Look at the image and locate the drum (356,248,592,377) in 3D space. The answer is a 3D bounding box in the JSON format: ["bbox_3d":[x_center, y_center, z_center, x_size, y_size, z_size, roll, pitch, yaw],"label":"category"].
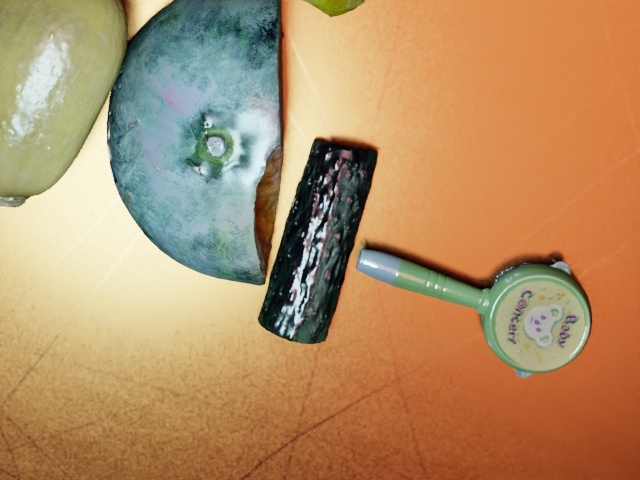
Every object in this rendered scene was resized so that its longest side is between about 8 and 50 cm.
[{"bbox_3d":[0.161,0.079,1.991,0.253,0.049,0.130,4,102,0],"label":"drum"}]

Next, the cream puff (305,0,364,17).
[{"bbox_3d":[0.005,-0.331,1.828,0.244,0.196,0.244,0,104,-1],"label":"cream puff"}]

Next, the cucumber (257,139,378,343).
[{"bbox_3d":[-0.002,0.000,1.968,0.078,0.062,0.211,16,102,-3],"label":"cucumber"}]

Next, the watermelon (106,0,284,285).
[{"bbox_3d":[-0.129,-0.096,1.890,0.188,0.175,0.321,-1,101,0],"label":"watermelon"}]

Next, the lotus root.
[{"bbox_3d":[-0.282,-0.170,1.897,0.146,0.131,0.303,22,101,-6],"label":"lotus root"}]
